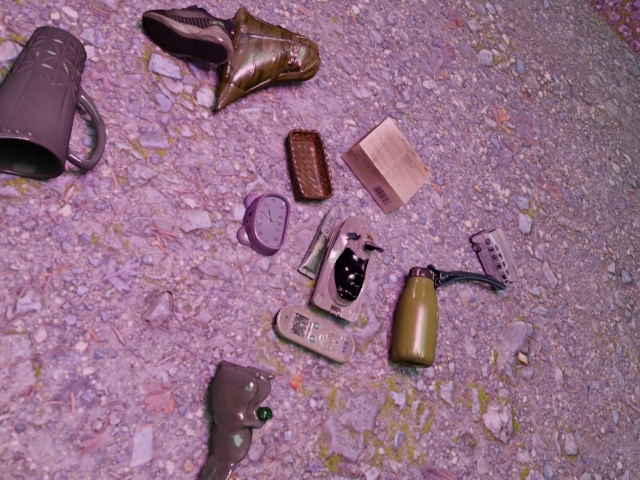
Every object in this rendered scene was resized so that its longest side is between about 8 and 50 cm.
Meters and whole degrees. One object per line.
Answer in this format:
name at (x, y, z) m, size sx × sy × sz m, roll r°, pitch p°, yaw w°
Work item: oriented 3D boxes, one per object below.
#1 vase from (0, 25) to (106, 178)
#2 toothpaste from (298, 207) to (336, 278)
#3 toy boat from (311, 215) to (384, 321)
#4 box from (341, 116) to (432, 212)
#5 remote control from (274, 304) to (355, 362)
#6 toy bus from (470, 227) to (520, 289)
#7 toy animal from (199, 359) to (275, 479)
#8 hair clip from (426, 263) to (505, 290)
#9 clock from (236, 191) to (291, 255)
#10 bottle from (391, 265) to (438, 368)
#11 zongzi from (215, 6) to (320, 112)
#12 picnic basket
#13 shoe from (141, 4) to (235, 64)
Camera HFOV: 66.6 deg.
vase at (-0.534, -0.264, 0.946) m, size 0.251 × 0.156 × 0.301 m, roll 26°, pitch 57°, yaw -39°
toothpaste at (0.000, 0.000, 1.244) m, size 0.049 × 0.031 × 0.204 m, roll 31°, pitch 63°, yaw -18°
toy boat at (0.077, 0.060, 1.215) m, size 0.140 × 0.140 × 0.270 m, roll 28°, pitch 77°, yaw -21°
box at (0.191, -0.215, 1.386) m, size 0.212 × 0.095 × 0.168 m, roll 51°, pitch 58°, yaw -9°
remote control at (-0.014, 0.224, 1.161) m, size 0.221 × 0.042 × 0.078 m, roll 29°, pitch 63°, yaw -20°
toy bus at (0.553, 0.056, 1.525) m, size 0.087 × 0.089 × 0.194 m, roll -22°, pitch 88°, yaw -34°
toy animal at (-0.178, 0.379, 0.987) m, size 0.125 × 0.127 × 0.252 m, roll 23°, pitch 78°, yaw -36°
hair clip at (0.438, 0.116, 1.440) m, size 0.274 × 0.048 × 0.083 m, roll 3°, pitch 70°, yaw -21°
clock at (-0.132, -0.047, 1.166) m, size 0.109 × 0.050 × 0.153 m, roll 19°, pitch 66°, yaw -25°
bottle at (0.255, 0.197, 1.289) m, size 0.112 × 0.112 × 0.261 m, roll 22°, pitch 65°, yaw -24°
zongzi at (-0.128, -0.416, 1.240) m, size 0.250 × 0.125 × 0.275 m, roll 13°, pitch 72°, yaw -19°
picnic basket at (-0.032, -0.193, 1.269) m, size 0.110 × 0.054 × 0.194 m, roll -3°, pitch 78°, yaw -31°
shoe at (-0.301, -0.500, 1.150) m, size 0.227 × 0.099 × 0.112 m, roll 20°, pitch 65°, yaw 3°
